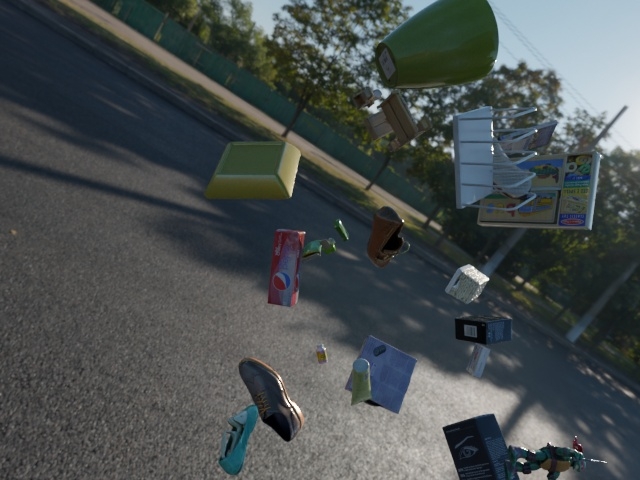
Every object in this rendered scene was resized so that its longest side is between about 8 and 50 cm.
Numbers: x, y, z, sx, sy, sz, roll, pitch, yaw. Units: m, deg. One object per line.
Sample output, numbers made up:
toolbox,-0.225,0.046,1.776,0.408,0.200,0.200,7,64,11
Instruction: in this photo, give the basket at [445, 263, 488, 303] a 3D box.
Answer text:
basket,0.588,0.174,1.780,0.103,0.113,0.167,35,22,26

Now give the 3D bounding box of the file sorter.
file sorter,0.522,-0.245,1.316,0.193,0.277,0.173,-24,24,-37

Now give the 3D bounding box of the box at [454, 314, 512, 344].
box,0.653,0.355,1.788,0.159,0.093,0.156,0,-2,-32

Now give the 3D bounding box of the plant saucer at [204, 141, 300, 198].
plant saucer,-0.263,-0.294,1.748,0.334,0.080,0.332,1,43,6

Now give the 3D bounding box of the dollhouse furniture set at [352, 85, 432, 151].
dollhouse furniture set,0.329,-0.553,1.817,0.303,0.174,0.356,61,-20,-3

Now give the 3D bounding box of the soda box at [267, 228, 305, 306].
soda box,-0.119,0.094,1.561,0.092,0.262,0.083,7,4,13

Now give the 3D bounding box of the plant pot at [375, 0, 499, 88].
plant pot,0.325,-0.574,1.350,0.275,0.294,0.274,157,-90,-80

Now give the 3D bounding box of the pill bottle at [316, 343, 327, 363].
pill bottle,0.005,0.511,2.012,0.043,0.044,0.083,4,73,-67

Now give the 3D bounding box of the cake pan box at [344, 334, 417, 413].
cake pan box,0.263,0.585,1.938,0.246,0.266,0.070,25,-21,-1

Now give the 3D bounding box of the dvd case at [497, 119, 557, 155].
dvd case,0.921,-0.452,2.021,0.180,0.253,0.022,54,21,-68

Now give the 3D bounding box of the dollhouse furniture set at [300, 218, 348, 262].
dollhouse furniture set,0.000,0.000,1.269,0.058,0.152,0.076,55,23,-30

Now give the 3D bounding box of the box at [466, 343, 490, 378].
box,0.763,0.580,2.164,0.038,0.145,0.186,21,-3,9

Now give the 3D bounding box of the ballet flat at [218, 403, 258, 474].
ballet flat,-0.265,0.616,1.431,0.087,0.083,0.247,47,29,-22

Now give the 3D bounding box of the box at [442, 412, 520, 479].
box,0.513,0.684,1.441,0.108,0.153,0.206,6,58,-33

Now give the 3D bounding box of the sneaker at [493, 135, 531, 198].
sneaker,0.613,-0.266,1.589,0.321,0.126,0.127,58,13,21

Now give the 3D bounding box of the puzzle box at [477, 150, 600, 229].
puzzle box,0.797,-0.179,1.668,0.052,0.271,0.409,12,-5,-40

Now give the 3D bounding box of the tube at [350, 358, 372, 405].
tube,0.152,0.543,1.685,0.070,0.240,0.062,10,40,19

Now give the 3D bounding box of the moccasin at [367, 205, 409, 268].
moccasin,0.294,0.009,1.915,0.147,0.139,0.379,39,-31,24

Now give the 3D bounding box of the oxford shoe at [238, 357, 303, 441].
oxford shoe,-0.202,0.619,1.747,0.363,0.130,0.133,49,13,2

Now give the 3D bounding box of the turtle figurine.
turtle figurine,0.629,0.611,1.206,0.235,0.175,0.118,1,16,9
